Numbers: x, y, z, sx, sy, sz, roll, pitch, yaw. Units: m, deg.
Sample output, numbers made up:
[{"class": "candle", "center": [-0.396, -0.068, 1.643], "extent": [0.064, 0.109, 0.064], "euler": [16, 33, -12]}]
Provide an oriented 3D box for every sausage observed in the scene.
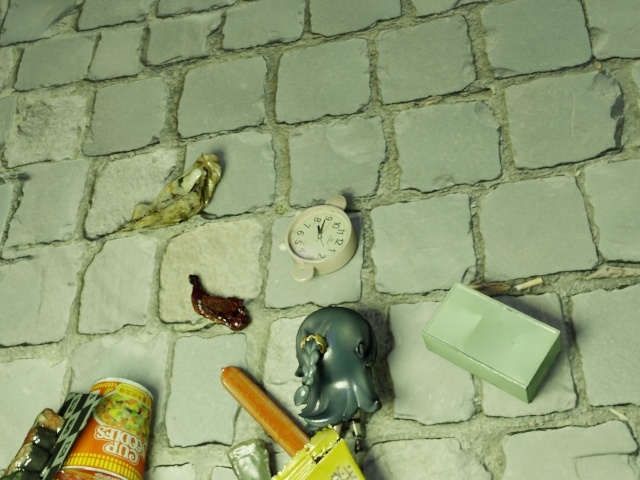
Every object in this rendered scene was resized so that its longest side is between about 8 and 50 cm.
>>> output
[{"class": "sausage", "center": [-0.088, 0.354, 1.606], "extent": [0.053, 0.053, 0.347], "euler": [-43, 56, -12]}]

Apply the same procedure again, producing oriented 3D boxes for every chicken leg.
[{"class": "chicken leg", "center": [-0.234, 0.138, 1.795], "extent": [0.205, 0.053, 0.093], "euler": [30, 48, 23]}]

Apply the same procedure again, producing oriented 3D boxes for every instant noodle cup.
[{"class": "instant noodle cup", "center": [-0.415, 0.393, 1.620], "extent": [0.193, 0.193, 0.212], "euler": [-5, 48, 14]}]

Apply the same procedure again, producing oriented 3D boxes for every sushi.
[{"class": "sushi", "center": [-0.570, 0.426, 1.577], "extent": [0.320, 0.068, 0.340], "euler": [-17, 41, 61]}]

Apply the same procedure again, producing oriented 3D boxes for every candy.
[{"class": "candy", "center": [0.048, 0.490, 1.435], "extent": [0.187, 0.081, 0.297], "euler": [-44, 78, -6]}]

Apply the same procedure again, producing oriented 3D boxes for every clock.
[{"class": "clock", "center": [0.000, 0.000, 1.804], "extent": [0.155, 0.063, 0.229], "euler": [11, 59, 26]}]

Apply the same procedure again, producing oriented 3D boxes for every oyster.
[{"class": "oyster", "center": [-0.360, -0.092, 1.970], "extent": [0.294, 0.094, 0.166], "euler": [-29, 35, 10]}]

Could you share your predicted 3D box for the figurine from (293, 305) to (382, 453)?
[{"class": "figurine", "center": [0.030, 0.255, 1.569], "extent": [0.175, 0.197, 0.265], "euler": [-7, 48, -3]}]

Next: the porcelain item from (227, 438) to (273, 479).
[{"class": "porcelain item", "center": [-0.105, 0.477, 1.521], "extent": [0.081, 0.069, 0.216], "euler": [-23, 53, -3]}]

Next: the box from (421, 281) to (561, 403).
[{"class": "box", "center": [0.324, 0.192, 1.562], "extent": [0.225, 0.086, 0.129], "euler": [27, 70, 30]}]
